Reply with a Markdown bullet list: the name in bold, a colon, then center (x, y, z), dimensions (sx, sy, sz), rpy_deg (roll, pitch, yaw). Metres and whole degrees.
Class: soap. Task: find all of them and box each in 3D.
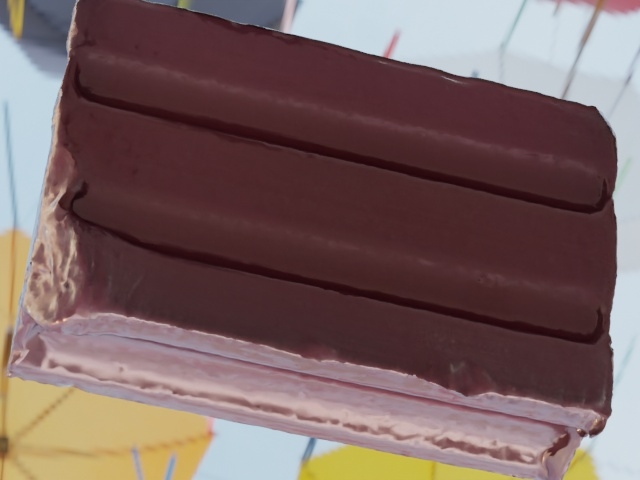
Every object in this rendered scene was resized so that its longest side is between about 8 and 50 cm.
- **soap**: center (0.000, 0.000, 1.220), dimensions (0.359, 0.128, 0.233), rpy_deg (12, -122, -10)
